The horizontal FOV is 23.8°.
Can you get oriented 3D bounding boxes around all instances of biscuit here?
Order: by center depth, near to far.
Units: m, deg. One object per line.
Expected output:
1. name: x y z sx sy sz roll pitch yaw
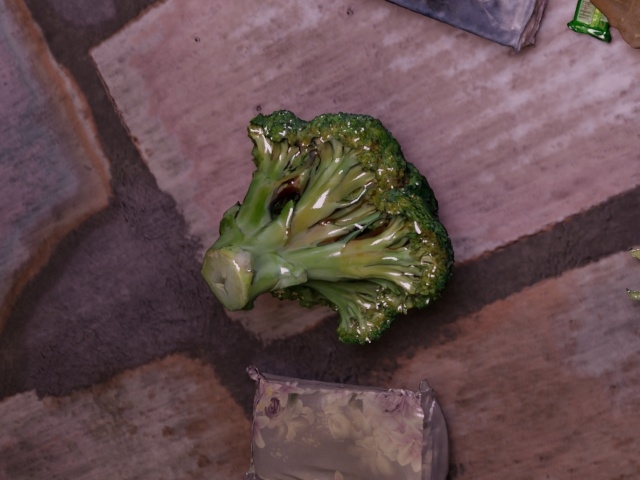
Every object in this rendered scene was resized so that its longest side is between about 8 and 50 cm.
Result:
1. biscuit: 0.275 -0.244 1.494 0.046 0.016 0.089 19 113 18

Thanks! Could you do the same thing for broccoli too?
1. broccoli: 0.000 0.000 1.556 0.269 0.269 0.254 0 111 26

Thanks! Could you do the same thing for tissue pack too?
1. tissue pack: 0.125 -0.307 1.515 0.235 0.073 0.173 25 115 18

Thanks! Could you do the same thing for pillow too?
1. pillow: 0.029 0.221 1.724 0.255 0.059 0.169 5 106 26

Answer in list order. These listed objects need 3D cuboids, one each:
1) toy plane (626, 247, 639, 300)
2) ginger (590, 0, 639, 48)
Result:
1. toy plane: 0.361 0.041 1.522 0.102 0.040 0.111 -38 85 19
2. ginger: 0.370 -0.262 1.422 0.258 0.065 0.149 -11 112 22
